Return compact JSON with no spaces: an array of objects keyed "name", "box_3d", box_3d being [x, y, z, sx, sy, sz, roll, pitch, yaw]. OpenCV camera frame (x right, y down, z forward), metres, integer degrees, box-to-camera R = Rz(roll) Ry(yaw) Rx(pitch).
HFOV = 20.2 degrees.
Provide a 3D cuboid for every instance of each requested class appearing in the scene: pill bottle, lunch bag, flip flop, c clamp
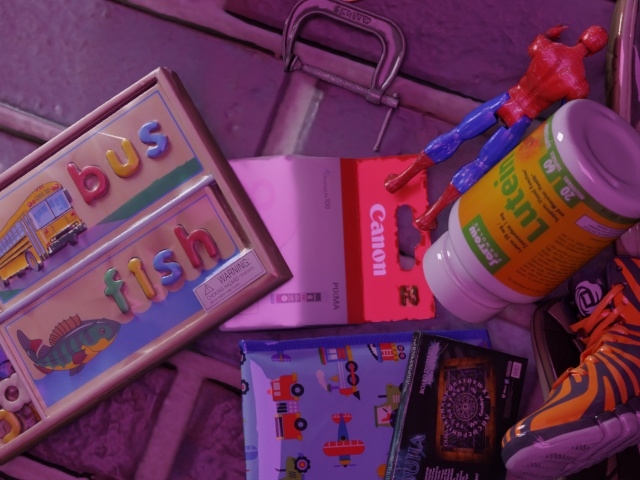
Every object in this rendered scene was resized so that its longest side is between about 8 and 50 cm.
[{"name":"pill bottle","box_3d":[0.218,-0.021,1.826,0.136,0.136,0.246,53,127,9]},{"name":"lunch bag","box_3d":[0.066,0.210,1.889,0.293,0.138,0.221,-3,83,-2]},{"name":"flip flop","box_3d":[0.261,0.198,1.871,0.112,0.080,0.277,1,71,-32]},{"name":"c clamp","box_3d":[0.023,-0.194,1.966,0.161,0.022,0.137,28,94,11]}]

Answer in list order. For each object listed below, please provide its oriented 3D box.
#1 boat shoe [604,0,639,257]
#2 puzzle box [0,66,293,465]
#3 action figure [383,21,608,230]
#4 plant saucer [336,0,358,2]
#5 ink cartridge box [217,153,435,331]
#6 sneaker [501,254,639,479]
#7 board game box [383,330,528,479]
[{"name":"boat shoe","box_3d":[0.347,-0.118,1.874,0.092,0.103,0.285,-1,89,4]},{"name":"puzzle box","box_3d":[-0.264,0.030,1.954,0.409,0.052,0.272,-34,78,13]},{"name":"action figure","box_3d":[0.204,-0.134,1.907,0.280,0.139,0.091,-42,85,23]},{"name":"plant saucer","box_3d":[0.030,-0.305,1.980,0.083,0.013,0.083,-1,86,10]},{"name":"ink cartridge box","box_3d":[0.000,0.000,1.943,0.232,0.066,0.189,-4,85,13]},{"name":"sneaker","box_3d":[0.272,0.123,1.800,0.124,0.321,0.180,-42,70,45]},{"name":"board game box","box_3d":[0.137,0.197,1.849,0.126,0.026,0.186,16,79,-15]}]
